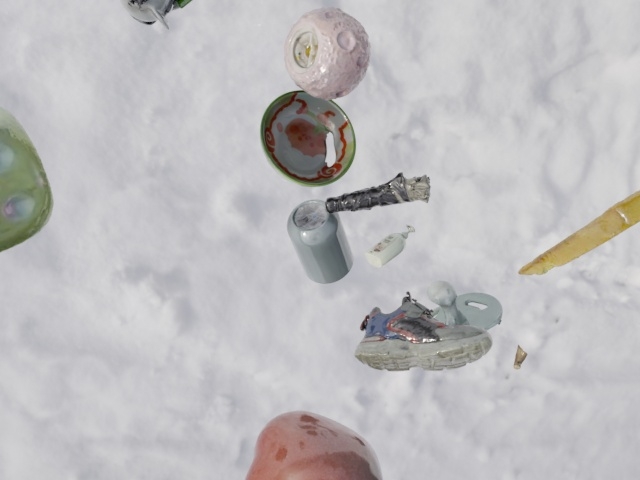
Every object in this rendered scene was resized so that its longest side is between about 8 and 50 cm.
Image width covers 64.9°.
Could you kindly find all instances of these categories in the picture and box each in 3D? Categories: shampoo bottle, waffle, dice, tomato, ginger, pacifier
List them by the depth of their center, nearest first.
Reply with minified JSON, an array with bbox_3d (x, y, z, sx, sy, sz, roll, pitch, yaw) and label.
[{"bbox_3d":[0.336,-0.014,0.612,0.125,0.032,0.191,-30,166,-19],"label":"waffle"},{"bbox_3d":[-0.714,-0.123,0.999,0.252,0.255,0.249,-30,133,-38],"label":"dice"},{"bbox_3d":[-0.008,0.541,1.127,0.322,0.321,0.321,-12,116,-27],"label":"tomato"},{"bbox_3d":[0.194,0.010,1.335,0.152,0.077,0.045,-34,112,-17],"label":"shampoo bottle"},{"bbox_3d":[0.546,0.313,1.368,0.097,0.030,0.048,-34,131,-55],"label":"ginger"},{"bbox_3d":[0.425,0.245,1.678,0.343,0.288,0.269,-37,113,-26],"label":"pacifier"}]

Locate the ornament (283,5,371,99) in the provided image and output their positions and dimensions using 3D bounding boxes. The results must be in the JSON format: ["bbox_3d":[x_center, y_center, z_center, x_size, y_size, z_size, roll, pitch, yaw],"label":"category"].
[{"bbox_3d":[0.025,-0.548,1.490,0.225,0.259,0.259,-7,114,-45],"label":"ornament"}]

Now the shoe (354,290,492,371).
[{"bbox_3d":[0.170,0.152,0.859,0.228,0.125,0.099,-7,144,15],"label":"shoe"}]

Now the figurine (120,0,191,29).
[{"bbox_3d":[-0.323,-0.469,0.949,0.147,0.192,0.126,36,108,-21],"label":"figurine"}]

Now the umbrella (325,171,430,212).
[{"bbox_3d":[0.189,-0.158,1.681,0.358,0.106,0.113,-9,162,11],"label":"umbrella"}]

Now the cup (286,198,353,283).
[{"bbox_3d":[0.000,0.000,1.873,0.205,0.205,0.312,-37,145,-13],"label":"cup"}]

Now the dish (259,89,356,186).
[{"bbox_3d":[-0.054,-0.318,1.654,0.324,0.124,0.324,4,79,-21],"label":"dish"}]
